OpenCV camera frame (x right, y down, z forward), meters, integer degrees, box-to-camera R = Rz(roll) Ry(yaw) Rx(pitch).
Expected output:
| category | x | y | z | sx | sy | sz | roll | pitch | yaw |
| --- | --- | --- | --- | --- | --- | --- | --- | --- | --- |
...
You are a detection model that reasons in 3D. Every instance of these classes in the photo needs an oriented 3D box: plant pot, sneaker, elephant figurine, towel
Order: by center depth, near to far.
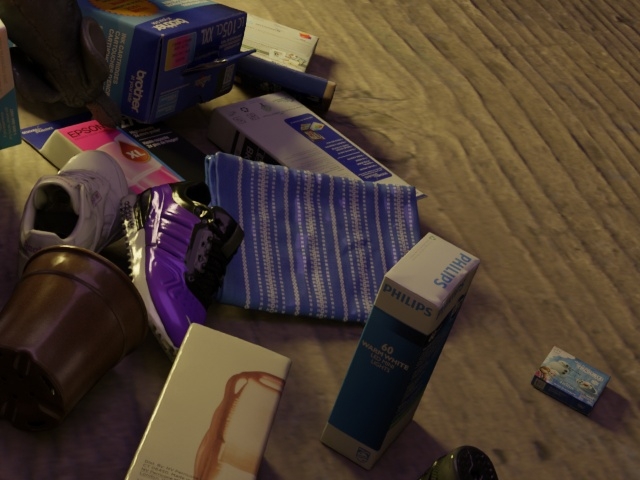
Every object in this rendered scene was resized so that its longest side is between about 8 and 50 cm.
| category | x | y | z | sx | sy | sz | roll | pitch | yaw |
| --- | --- | --- | --- | --- | --- | --- | --- | --- | --- |
| sneaker | 0.155 | 0.355 | 1.501 | 0.087 | 0.130 | 0.228 | 0 | 65 | -35 |
| plant pot | -0.306 | 0.119 | 1.542 | 0.167 | 0.167 | 0.165 | 23 | 40 | 6 |
| sneaker | -0.163 | 0.024 | 1.719 | 0.146 | 0.102 | 0.293 | -20 | 49 | 2 |
| sneaker | -0.313 | -0.043 | 1.752 | 0.114 | 0.152 | 0.305 | 7 | 38 | 1 |
| elephant figurine | -0.351 | -0.255 | 1.859 | 0.186 | 0.169 | 0.239 | -32 | 101 | -42 |
| towel | 0.000 | 0.000 | 1.888 | 0.336 | 0.040 | 0.243 | 8 | 55 | -23 |

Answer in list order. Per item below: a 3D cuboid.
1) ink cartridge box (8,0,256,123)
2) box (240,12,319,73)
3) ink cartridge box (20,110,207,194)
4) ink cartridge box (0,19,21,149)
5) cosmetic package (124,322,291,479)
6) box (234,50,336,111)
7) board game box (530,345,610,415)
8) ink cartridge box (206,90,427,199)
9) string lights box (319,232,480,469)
| category | x | y | z | sx | sy | sz | roll | pitch | yaw |
| --- | --- | --- | --- | --- | --- | --- | --- | --- | --- |
| ink cartridge box | -0.299 | -0.310 | 2.104 | 0.395 | 0.151 | 0.270 | 23 | 25 | 17 |
| box | -0.089 | -0.335 | 2.417 | 0.145 | 0.038 | 0.186 | 18 | 34 | -2 |
| ink cartridge box | -0.261 | -0.105 | 1.975 | 0.371 | 0.069 | 0.175 | 35 | 36 | 27 |
| ink cartridge box | -0.567 | -0.220 | 1.803 | 0.270 | 0.198 | 0.197 | -19 | 47 | -21 |
| cosmetic package | -0.134 | 0.244 | 1.444 | 0.129 | 0.153 | 0.296 | 20 | 34 | -2 |
| box | -0.087 | -0.274 | 2.268 | 0.225 | 0.036 | 0.136 | 20 | -4 | 0 |
| board game box | 0.347 | 0.194 | 1.878 | 0.090 | 0.020 | 0.090 | 28 | 33 | 14 |
| ink cartridge box | -0.009 | -0.115 | 2.113 | 0.165 | 0.065 | 0.332 | -19 | 47 | -44 |
| string lights box | 0.095 | 0.134 | 1.618 | 0.076 | 0.260 | 0.133 | 29 | 34 | 15 |
